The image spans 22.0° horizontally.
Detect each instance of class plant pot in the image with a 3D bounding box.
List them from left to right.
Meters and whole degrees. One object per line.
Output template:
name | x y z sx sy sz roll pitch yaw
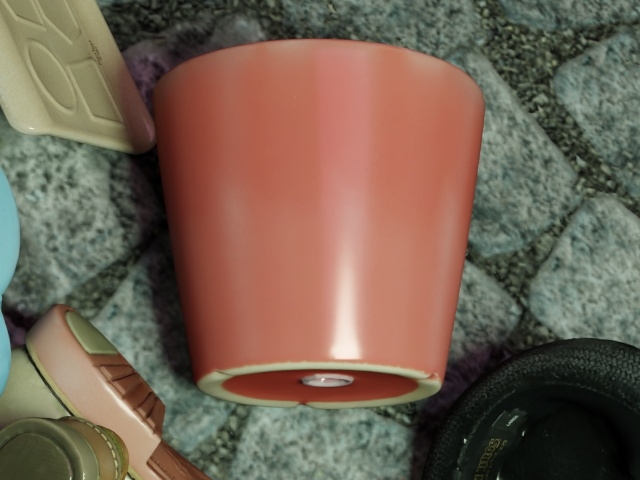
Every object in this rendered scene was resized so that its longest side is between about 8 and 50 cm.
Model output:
plant pot | 0.000 0.000 1.310 0.275 0.275 0.243 6 73 -20

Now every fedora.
fedora | 0.239 0.243 1.316 0.152 0.334 0.334 3 61 -55

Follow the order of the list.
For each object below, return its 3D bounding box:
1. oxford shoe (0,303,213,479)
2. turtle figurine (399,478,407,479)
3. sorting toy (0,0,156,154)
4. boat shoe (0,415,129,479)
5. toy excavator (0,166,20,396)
oxford shoe | -0.125 0.242 1.231 0.146 0.140 0.397 -37 90 2
turtle figurine | 0.113 0.308 1.246 0.087 0.217 0.269 17 66 -30
sorting toy | -0.228 -0.159 1.349 0.193 0.038 0.208 64 20 11
boat shoe | -0.240 0.247 1.120 0.307 0.104 0.110 -44 73 9
toy excavator | -0.344 -0.064 1.215 0.433 0.222 0.445 55 30 -3
